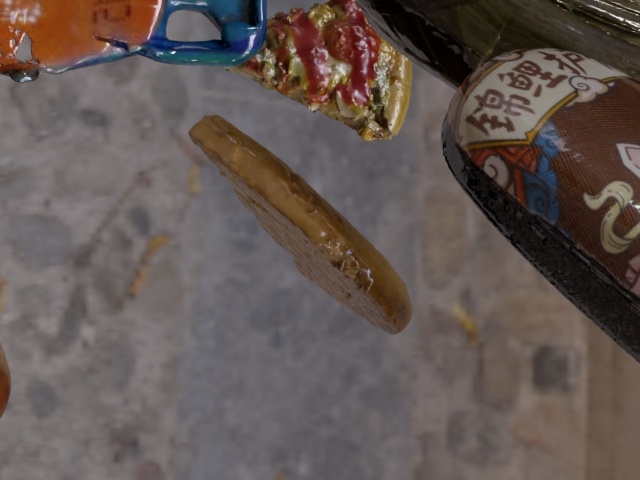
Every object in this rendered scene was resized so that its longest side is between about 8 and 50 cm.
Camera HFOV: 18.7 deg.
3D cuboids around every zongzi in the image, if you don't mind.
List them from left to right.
[{"bbox_3d":[0.089,-0.139,1.089,0.111,0.247,0.241,-57,146,7],"label":"zongzi"}]

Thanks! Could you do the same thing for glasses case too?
[{"bbox_3d":[0.195,0.016,0.964,0.321,0.082,0.122,42,44,20],"label":"glasses case"}]

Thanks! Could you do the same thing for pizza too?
[{"bbox_3d":[-0.002,-0.190,1.983,0.198,0.062,0.188,-5,79,-9],"label":"pizza"}]

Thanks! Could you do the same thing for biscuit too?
[{"bbox_3d":[0.001,-0.001,1.228,0.033,0.144,0.224,-50,150,-6],"label":"biscuit"}]

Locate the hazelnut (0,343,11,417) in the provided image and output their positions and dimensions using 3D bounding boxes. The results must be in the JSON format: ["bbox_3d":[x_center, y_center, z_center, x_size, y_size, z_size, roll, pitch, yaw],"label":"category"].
[{"bbox_3d":[-0.369,0.112,1.617,0.214,0.214,0.176,-41,136,-35],"label":"hazelnut"}]

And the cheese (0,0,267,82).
[{"bbox_3d":[-0.182,-0.123,0.804,0.329,0.129,0.217,-3,90,-12],"label":"cheese"}]
